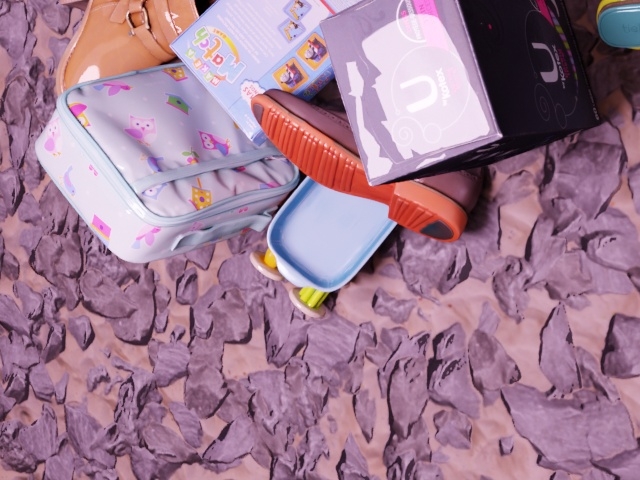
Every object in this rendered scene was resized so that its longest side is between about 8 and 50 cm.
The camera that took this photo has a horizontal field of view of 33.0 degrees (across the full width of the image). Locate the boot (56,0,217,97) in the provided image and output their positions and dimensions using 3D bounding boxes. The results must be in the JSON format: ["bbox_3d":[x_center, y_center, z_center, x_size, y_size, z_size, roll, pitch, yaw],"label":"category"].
[{"bbox_3d":[-0.219,-0.241,1.377,0.220,0.109,0.284,-2,90,28],"label":"boot"}]

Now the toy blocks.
[{"bbox_3d":[0.000,0.000,1.291,0.123,0.054,0.148,42,110,16],"label":"toy blocks"}]

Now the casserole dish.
[{"bbox_3d":[0.023,-0.028,1.244,0.114,0.037,0.188,40,91,4],"label":"casserole dish"}]

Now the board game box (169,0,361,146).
[{"bbox_3d":[-0.046,-0.238,1.246,0.211,0.039,0.160,-42,74,4],"label":"board game box"}]

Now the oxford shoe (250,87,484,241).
[{"bbox_3d":[0.051,-0.102,1.192,0.271,0.097,0.098,30,71,0],"label":"oxford shoe"}]

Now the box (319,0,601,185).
[{"bbox_3d":[0.145,-0.159,1.046,0.143,0.270,0.165,-19,88,33],"label":"box"}]

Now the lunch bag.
[{"bbox_3d":[-0.163,-0.094,1.253,0.224,0.279,0.108,49,130,17],"label":"lunch bag"}]

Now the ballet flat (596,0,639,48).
[{"bbox_3d":[0.374,-0.213,1.009,0.230,0.077,0.077,12,132,33],"label":"ballet flat"}]
